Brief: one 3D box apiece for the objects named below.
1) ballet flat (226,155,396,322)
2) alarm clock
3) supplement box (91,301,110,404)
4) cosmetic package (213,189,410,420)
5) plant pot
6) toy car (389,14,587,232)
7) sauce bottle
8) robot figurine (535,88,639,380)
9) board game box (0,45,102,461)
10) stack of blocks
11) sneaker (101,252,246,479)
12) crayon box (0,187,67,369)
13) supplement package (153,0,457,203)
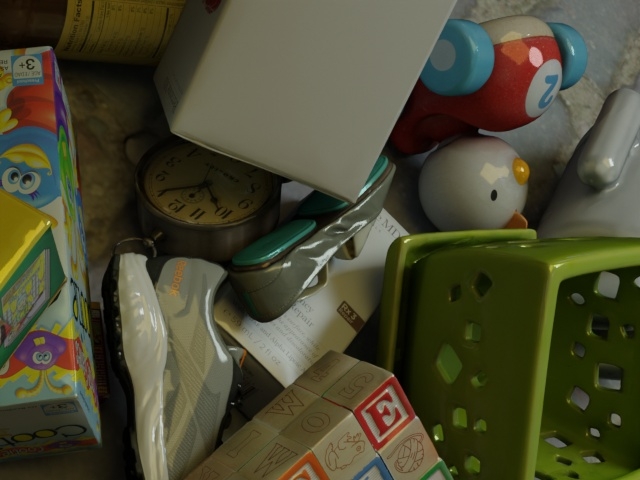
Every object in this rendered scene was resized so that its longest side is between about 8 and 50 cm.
[{"bbox_3d":[0.000,0.000,1.064,0.213,0.072,0.068,-39,117,-40],"label":"ballet flat"},{"bbox_3d":[-0.112,-0.028,1.081,0.129,0.064,0.192,32,48,23],"label":"alarm clock"},{"bbox_3d":[-0.206,0.094,0.989,0.055,0.043,0.083,5,62,-31],"label":"supplement box"},{"bbox_3d":[-0.016,0.048,1.113,0.117,0.085,0.231,44,51,-6],"label":"cosmetic package"},{"bbox_3d":[0.177,0.100,1.086,0.227,0.207,0.228,-4,103,-43],"label":"plant pot"},{"bbox_3d":[0.166,-0.090,1.246,0.219,0.210,0.238,-11,84,-49],"label":"toy car"},{"bbox_3d":[-0.233,-0.218,1.095,0.344,0.111,0.111,1,65,-33],"label":"sauce bottle"},{"bbox_3d":[0.339,-0.011,1.300,0.353,0.199,0.300,-56,138,-39],"label":"robot figurine"},{"bbox_3d":[-0.250,0.015,0.909,0.144,0.142,0.275,-7,67,-6],"label":"board game box"},{"bbox_3d":[-0.038,0.243,0.894,0.297,0.087,0.171,-40,117,-22],"label":"stack of blocks"},{"bbox_3d":[-0.103,0.140,0.956,0.108,0.100,0.271,-5,85,-17],"label":"sneaker"},{"bbox_3d":[-0.387,0.069,0.735,0.313,0.106,0.363,30,65,7],"label":"crayon box"},{"bbox_3d":[-0.002,-0.212,1.031,0.175,0.293,0.177,21,15,-20],"label":"supplement package"}]
